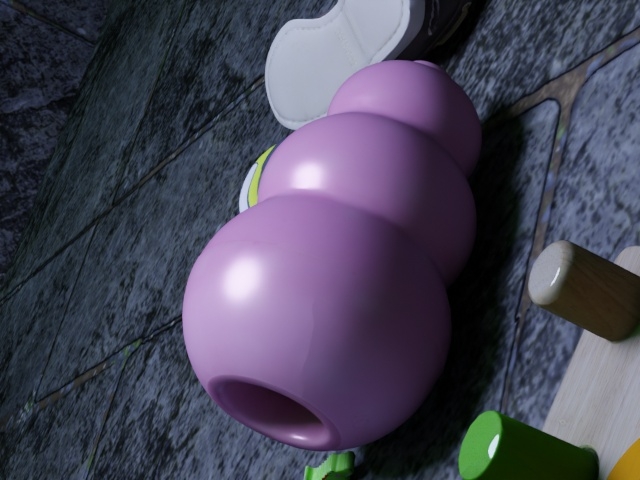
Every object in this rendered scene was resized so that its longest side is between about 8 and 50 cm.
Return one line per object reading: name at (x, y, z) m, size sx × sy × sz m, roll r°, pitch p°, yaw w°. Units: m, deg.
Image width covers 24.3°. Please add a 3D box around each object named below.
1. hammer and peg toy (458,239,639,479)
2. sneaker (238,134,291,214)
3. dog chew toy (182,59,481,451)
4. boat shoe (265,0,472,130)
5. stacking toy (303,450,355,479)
hammer and peg toy at (0.177, 0.076, 0.650) m, size 0.361 × 0.127 × 0.266 m, roll -66°, pitch 18°, yaw -4°
sneaker at (0.000, 0.000, 1.386) m, size 0.121 × 0.111 × 0.300 m, roll -39°, pitch 35°, yaw 29°
dog chew toy at (0.028, -0.005, 1.171) m, size 0.206 × 0.207 × 0.331 m, roll -28°, pitch 33°, yaw 58°
boat shoe at (0.043, -0.199, 1.504) m, size 0.324 × 0.097 × 0.116 m, roll -34°, pitch 75°, yaw 60°
stacking toy at (-0.052, 0.280, 1.218) m, size 0.221 × 0.052 × 0.167 m, roll -41°, pitch 30°, yaw 45°
